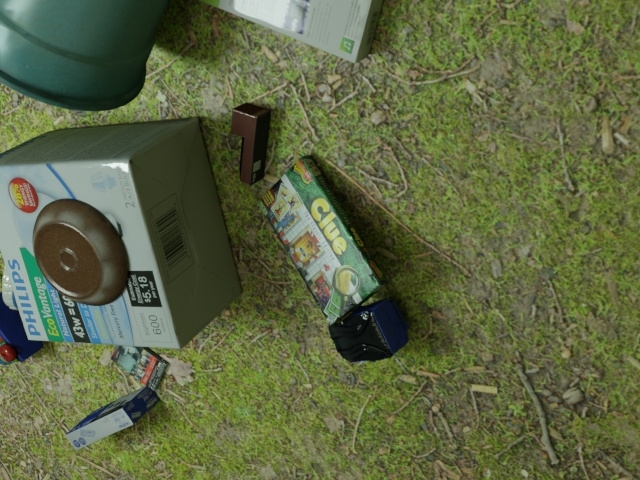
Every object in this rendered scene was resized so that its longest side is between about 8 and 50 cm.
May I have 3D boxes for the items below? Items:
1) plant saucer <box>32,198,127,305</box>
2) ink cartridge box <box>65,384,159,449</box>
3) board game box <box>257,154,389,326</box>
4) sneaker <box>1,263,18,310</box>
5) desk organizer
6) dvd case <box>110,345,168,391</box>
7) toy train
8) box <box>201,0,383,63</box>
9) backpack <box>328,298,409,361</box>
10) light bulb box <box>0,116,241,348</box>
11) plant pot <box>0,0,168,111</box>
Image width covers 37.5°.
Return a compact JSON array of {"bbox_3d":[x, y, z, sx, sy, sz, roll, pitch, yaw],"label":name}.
[{"bbox_3d":[-0.416,0.028,1.588,0.199,0.036,0.198,11,117,24],"label":"plant saucer"},{"bbox_3d":[-0.446,0.379,2.016,0.207,0.097,0.046,-28,98,36],"label":"ink cartridge box"},{"bbox_3d":[0.000,0.000,1.578,0.136,0.030,0.259,-43,70,33],"label":"board game box"},{"bbox_3d":[-0.558,0.009,1.897,0.147,0.129,0.329,13,126,10],"label":"sneaker"},{"bbox_3d":[-0.123,-0.164,1.606,0.050,0.047,0.130,21,122,21],"label":"desk organizer"},{"bbox_3d":[-0.379,0.252,1.969,0.119,0.013,0.087,33,125,9],"label":"dvd case"},{"bbox_3d":[-0.723,0.162,2.069,0.143,0.105,0.248,-29,98,49],"label":"toy train"},{"bbox_3d":[-0.048,-0.435,1.428,0.322,0.058,0.232,25,123,15],"label":"box"},{"bbox_3d":[0.084,0.156,1.615,0.120,0.101,0.097,-20,95,40],"label":"backpack"},{"bbox_3d":[-0.381,-0.014,1.710,0.361,0.225,0.357,-1,113,28],"label":"light bulb box"},{"bbox_3d":[-0.354,-0.433,1.418,0.341,0.341,0.334,42,126,4],"label":"plant pot"}]
